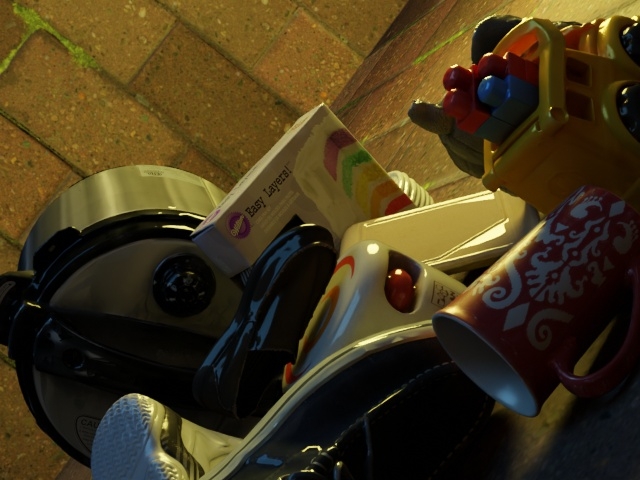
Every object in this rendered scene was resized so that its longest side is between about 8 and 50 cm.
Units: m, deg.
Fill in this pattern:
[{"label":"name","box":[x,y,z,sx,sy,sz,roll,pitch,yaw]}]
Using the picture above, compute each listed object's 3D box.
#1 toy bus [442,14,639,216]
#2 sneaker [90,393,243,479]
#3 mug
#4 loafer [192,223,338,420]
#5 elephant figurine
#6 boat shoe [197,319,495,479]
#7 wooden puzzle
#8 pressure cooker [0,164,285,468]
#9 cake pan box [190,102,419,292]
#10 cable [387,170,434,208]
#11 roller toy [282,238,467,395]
[{"label":"toy bus","box":[0.215,-0.132,1.253,0.149,0.211,0.220,-50,24,46]},{"label":"sneaker","box":[-0.098,0.323,1.380,0.137,0.210,0.366,-48,45,24]},{"label":"mug","box":[0.201,0.055,1.081,0.169,0.150,0.113,-44,-22,-15]},{"label":"loafer","box":[-0.041,0.088,1.334,0.078,0.080,0.220,36,100,46]},{"label":"elephant figurine","box":[0.234,-0.177,1.453,0.239,0.169,0.186,-62,-19,-6]},{"label":"boat shoe","box":[-0.013,0.234,1.062,0.500,0.187,0.156,-32,40,-33]},{"label":"wooden puzzle","box":[0.131,0.003,1.524,0.238,0.044,0.221,-19,16,9]},{"label":"pressure cooker","box":[-0.226,0.109,1.769,0.369,0.376,0.420,-28,20,-4]},{"label":"cake pan box","box":[0.000,0.000,1.665,0.267,0.246,0.070,-49,10,-36]},{"label":"cable","box":[0.056,0.020,1.890,0.257,0.089,0.257,-42,14,42]},{"label":"roller toy","box":[0.064,0.109,1.344,0.191,0.146,0.209,-64,11,-7]}]
